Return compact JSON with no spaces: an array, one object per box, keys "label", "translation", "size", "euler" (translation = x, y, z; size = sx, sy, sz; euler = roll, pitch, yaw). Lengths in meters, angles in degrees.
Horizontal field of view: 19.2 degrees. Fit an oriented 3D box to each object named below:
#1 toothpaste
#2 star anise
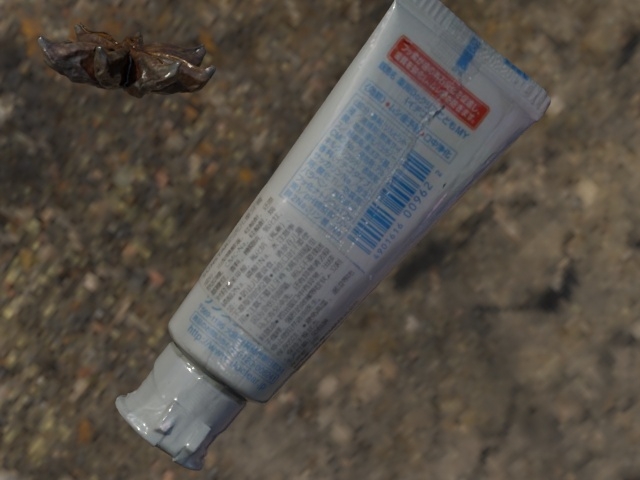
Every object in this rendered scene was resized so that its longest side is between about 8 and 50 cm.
[{"label":"toothpaste","translation":[0.000,0.000,0.854],"size":[0.089,0.234,0.057],"euler":[38,6,-18]},{"label":"star anise","translation":[-0.147,-0.135,1.453],"size":[0.141,0.042,0.141],"euler":[7,14,-2]}]
